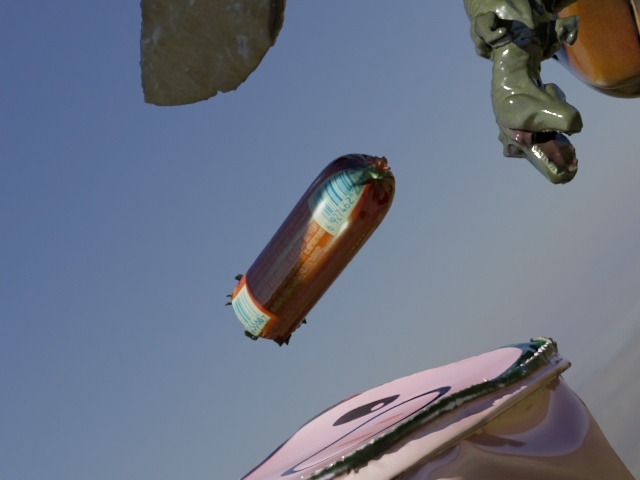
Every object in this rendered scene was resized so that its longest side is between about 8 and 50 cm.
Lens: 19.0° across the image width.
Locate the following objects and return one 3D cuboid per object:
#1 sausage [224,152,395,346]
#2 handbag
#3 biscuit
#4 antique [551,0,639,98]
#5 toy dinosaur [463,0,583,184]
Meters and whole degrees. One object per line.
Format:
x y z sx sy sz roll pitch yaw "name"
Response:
0.000 0.000 1.694 0.083 0.083 0.264 -41 -7 -39 "sausage"
0.042 0.119 0.752 0.179 0.116 0.205 -26 2 39 "handbag"
-0.092 -0.207 1.559 0.032 0.133 0.250 -67 -17 -48 "biscuit"
0.226 -0.218 1.462 0.129 0.223 0.278 -11 33 20 "antique"
0.098 -0.104 1.061 0.179 0.087 0.187 112 169 -59 "toy dinosaur"
